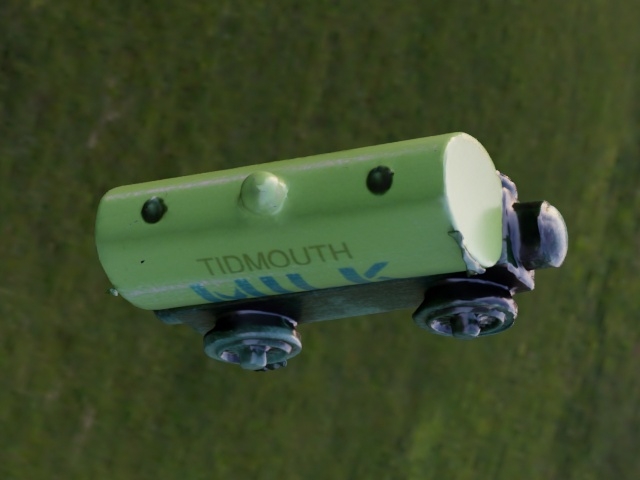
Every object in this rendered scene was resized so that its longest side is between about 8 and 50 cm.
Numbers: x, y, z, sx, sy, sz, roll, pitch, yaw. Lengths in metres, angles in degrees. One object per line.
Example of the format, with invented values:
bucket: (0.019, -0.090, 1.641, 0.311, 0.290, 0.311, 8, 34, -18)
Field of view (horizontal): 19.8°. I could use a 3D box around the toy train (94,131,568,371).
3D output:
toy train: (0.000, 0.000, 1.000, 0.157, 0.253, 0.105, 38, 50, -56)
